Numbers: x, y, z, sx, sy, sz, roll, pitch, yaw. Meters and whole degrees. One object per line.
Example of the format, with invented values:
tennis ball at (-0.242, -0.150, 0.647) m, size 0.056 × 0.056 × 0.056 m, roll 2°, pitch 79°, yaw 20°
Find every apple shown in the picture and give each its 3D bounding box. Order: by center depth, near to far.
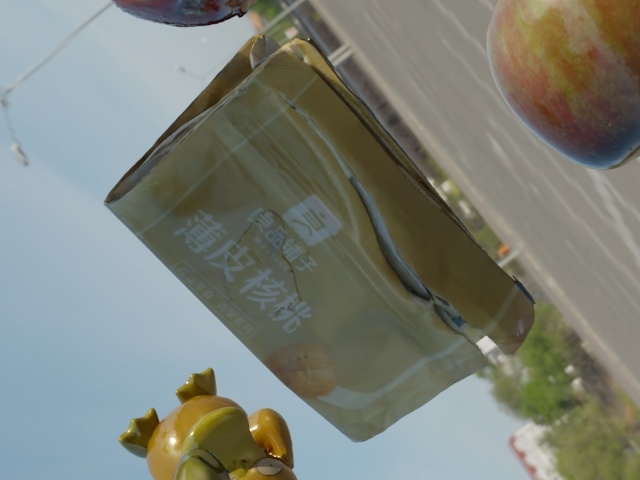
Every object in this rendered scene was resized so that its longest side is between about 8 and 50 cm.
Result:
apple at (0.308, -0.206, 1.182) m, size 0.234 × 0.256 × 0.257 m, roll 64°, pitch -172°, yaw 13°

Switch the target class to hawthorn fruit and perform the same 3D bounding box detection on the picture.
hawthorn fruit at (-0.069, -0.142, 0.530) m, size 0.093 × 0.093 × 0.093 m, roll 52°, pitch -175°, yaw -7°

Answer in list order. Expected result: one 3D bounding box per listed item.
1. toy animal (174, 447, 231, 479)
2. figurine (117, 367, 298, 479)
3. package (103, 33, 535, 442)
toy animal at (-0.082, 0.216, 0.520) m, size 0.180 × 0.181 × 0.363 m, roll 60°, pitch -173°, yaw 12°
figurine at (-0.133, 0.295, 1.478) m, size 0.215 × 0.215 × 0.228 m, roll 50°, pitch 161°, yaw -23°
package at (0.019, -0.004, 0.916) m, size 0.311 × 0.221 × 0.165 m, roll 48°, pitch 157°, yaw -20°
